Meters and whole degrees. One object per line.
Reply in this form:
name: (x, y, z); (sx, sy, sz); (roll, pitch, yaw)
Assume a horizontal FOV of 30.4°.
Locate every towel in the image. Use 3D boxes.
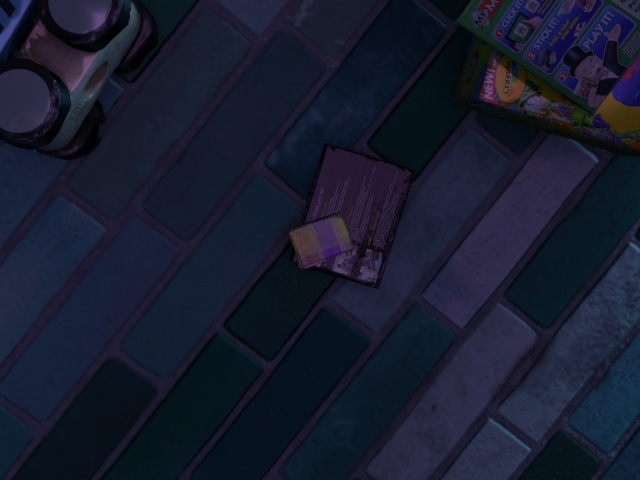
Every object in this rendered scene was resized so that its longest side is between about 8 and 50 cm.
towel: (0.000, 0.000, 1.653); (0.083, 0.009, 0.060); (-21, 97, -3)

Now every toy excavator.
toy excavator: (-0.501, -0.251, 1.537); (0.445, 0.222, 0.433); (33, 92, 5)

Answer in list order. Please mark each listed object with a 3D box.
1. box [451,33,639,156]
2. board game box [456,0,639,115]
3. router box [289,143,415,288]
box: (0.366, -0.290, 1.628); (0.279, 0.177, 0.290); (15, 94, -7)
board game box: (0.344, -0.343, 1.449); (0.213, 0.046, 0.317); (35, 113, -1)
router box: (0.045, -0.035, 1.682); (0.133, 0.046, 0.179); (17, 94, -8)
